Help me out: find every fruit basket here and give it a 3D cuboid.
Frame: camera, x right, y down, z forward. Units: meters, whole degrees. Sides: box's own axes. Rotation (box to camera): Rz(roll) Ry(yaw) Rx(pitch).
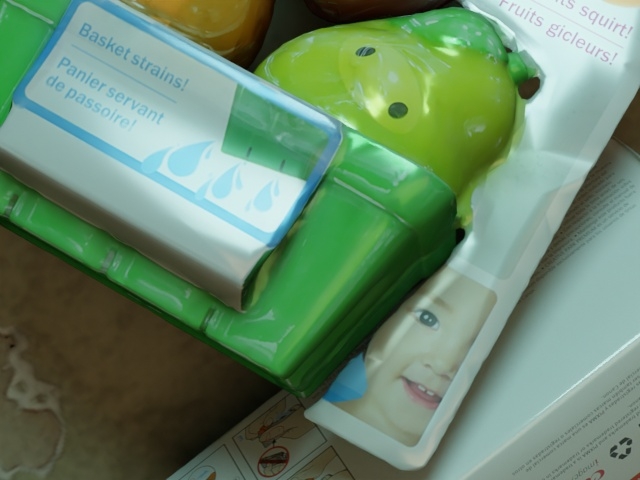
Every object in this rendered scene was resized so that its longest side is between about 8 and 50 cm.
[{"bbox_3d":[-0.008,-0.123,0.708,0.327,0.165,0.353,30,89,10],"label":"fruit basket"}]

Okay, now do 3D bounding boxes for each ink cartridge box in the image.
[{"bbox_3d":[0.113,0.150,0.819,0.309,0.130,0.272,-37,130,-2],"label":"ink cartridge box"}]
